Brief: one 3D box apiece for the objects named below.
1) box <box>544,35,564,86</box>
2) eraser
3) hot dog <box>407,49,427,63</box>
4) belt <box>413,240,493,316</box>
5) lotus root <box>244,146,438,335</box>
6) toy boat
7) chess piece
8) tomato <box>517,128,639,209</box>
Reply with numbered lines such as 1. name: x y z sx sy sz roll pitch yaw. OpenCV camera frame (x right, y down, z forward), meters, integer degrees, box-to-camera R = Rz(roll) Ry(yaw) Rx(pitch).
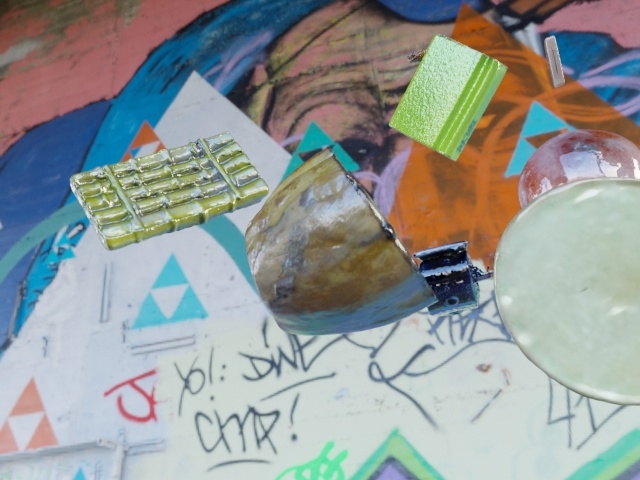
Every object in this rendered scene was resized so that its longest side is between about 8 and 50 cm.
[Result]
1. box: 0.549 -0.419 1.244 0.025 0.115 0.048 -13 7 17
2. eraser: 0.333 -0.377 1.389 0.092 0.210 0.274 6 -64 -59
3. hot dog: 0.292 -0.531 1.525 0.083 0.058 0.035 -7 -70 -8
4. belt: 0.258 0.077 0.999 0.129 0.122 0.218 -14 -13 13
5. lotus root: 0.000 0.000 0.833 0.250 0.316 0.316 -26 -30 6
6. toy boat: -0.097 -0.036 0.352 0.115 0.063 0.016 -24 -24 -31
7. chess piece: 0.367 0.041 0.705 0.234 0.233 0.442 -18 -5 23
8. tomato: 0.570 -0.119 1.147 0.271 0.270 0.227 -12 -38 12
